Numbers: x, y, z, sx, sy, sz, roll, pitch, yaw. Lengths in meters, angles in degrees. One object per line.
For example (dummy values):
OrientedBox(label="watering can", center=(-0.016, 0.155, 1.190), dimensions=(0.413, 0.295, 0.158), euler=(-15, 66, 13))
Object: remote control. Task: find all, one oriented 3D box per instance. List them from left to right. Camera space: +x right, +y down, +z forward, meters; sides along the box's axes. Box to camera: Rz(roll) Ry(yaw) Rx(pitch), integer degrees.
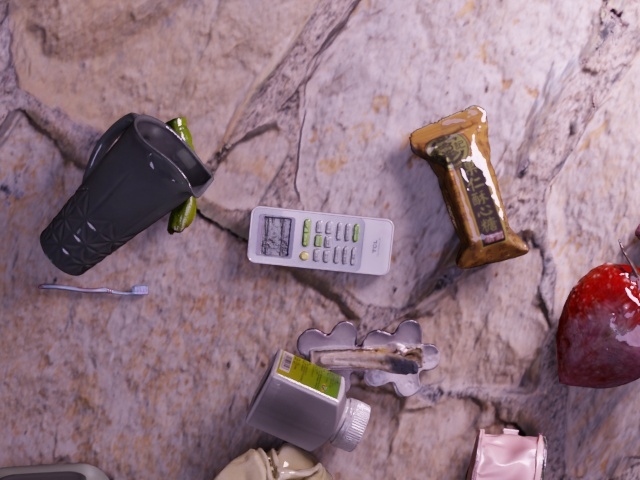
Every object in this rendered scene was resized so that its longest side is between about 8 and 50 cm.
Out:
OrientedBox(label="remote control", center=(0.000, 0.000, 1.773), dimensions=(0.250, 0.034, 0.103), euler=(7, 95, 0))

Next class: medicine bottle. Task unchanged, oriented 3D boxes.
OrientedBox(label="medicine bottle", center=(-0.017, 0.286, 1.747), dimensions=(0.188, 0.088, 0.132), euler=(25, 119, -5))

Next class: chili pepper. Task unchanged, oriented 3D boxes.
OrientedBox(label="chili pepper", center=(-0.237, -0.111, 1.756), dimensions=(0.052, 0.050, 0.201), euler=(0, 93, 45))

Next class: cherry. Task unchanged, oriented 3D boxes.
OrientedBox(label="cherry", center=(0.490, 0.151, 1.717), dimensions=(0.192, 0.175, 0.249), euler=(41, 95, 6))

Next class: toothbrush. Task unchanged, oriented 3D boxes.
OrientedBox(label="toothbrush", center=(-0.399, 0.085, 1.790), dimensions=(0.193, 0.013, 0.019), euler=(2, 89, 0))

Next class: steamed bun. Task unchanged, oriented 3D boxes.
OrientedBox(label="steamed bun", center=(-0.042, 0.466, 1.712), dimensions=(0.289, 0.276, 0.203), euler=(29, 82, 22))

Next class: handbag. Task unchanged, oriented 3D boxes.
OrientedBox(label="handbag", center=(0.308, 0.422, 1.742), dimensions=(0.116, 0.179, 0.205), euler=(12, 94, 6))

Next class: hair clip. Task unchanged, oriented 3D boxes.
OrientedBox(label="hair clip", center=(0.080, 0.209, 1.777), dimensions=(0.257, 0.075, 0.146), euler=(1, 111, 7))

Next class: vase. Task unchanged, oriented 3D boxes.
OrientedBox(label="vase", center=(-0.337, -0.077, 1.699), dimensions=(0.301, 0.156, 0.251), euler=(-40, 54, 20))

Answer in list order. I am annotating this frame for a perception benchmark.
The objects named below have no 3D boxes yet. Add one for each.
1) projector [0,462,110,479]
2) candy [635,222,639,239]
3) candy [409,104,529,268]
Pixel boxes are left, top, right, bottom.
OrientedBox(label="projector", center=(-0.463, 0.528, 1.690), dimensions=(0.248, 0.249, 0.248), euler=(-1, 95, -14))
OrientedBox(label="candy", center=(0.589, -0.003, 1.739), dimensions=(0.103, 0.103, 0.043), euler=(29, 94, -2))
OrientedBox(label="candy", center=(0.250, -0.086, 1.736), dimensions=(0.143, 0.101, 0.271), euler=(-17, 89, -5))
